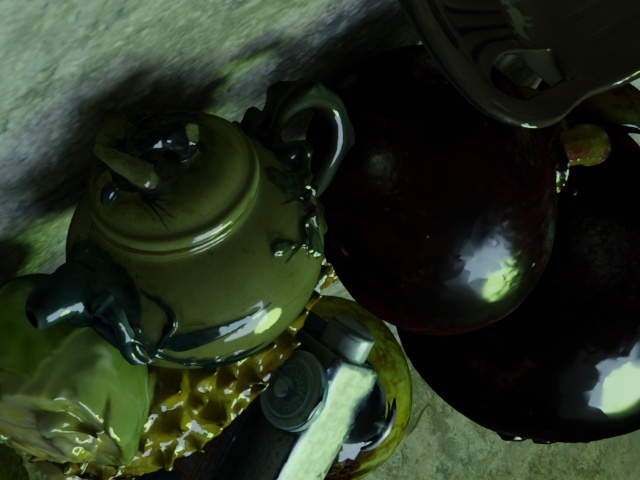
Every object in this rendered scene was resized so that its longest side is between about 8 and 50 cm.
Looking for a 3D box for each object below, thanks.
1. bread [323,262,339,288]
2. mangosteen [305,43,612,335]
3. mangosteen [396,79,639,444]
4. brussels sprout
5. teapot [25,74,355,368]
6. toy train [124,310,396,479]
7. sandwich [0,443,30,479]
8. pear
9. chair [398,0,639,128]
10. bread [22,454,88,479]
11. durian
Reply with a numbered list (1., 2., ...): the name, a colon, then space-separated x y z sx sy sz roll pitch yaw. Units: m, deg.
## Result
1. bread: 0.000 0.000 1.252 0.211 0.083 0.114 -31 164 -28
2. mangosteen: 0.119 -0.050 0.961 0.261 0.235 0.235 -17 165 -9
3. mangosteen: 0.266 0.007 1.308 0.382 0.435 0.382 3 -170 0
4. brussels sprout: -0.188 0.088 0.854 0.149 0.122 0.151 27 154 -30
5. teapot: -0.079 -0.023 0.784 0.269 0.173 0.182 -42 146 -20
6. toy train: -0.067 0.183 1.092 0.131 0.202 0.300 23 97 -46
7. sandwich: -0.317 0.227 0.936 0.212 0.292 0.109 -27 -167 18
8. pear: -0.016 0.210 1.598 0.283 0.283 0.283 -34 168 -8
9. chair: 0.183 -0.187 0.809 0.183 0.176 0.326 -30 177 21
10. bread: -0.262 0.210 1.227 0.178 0.135 0.240 -32 167 -35
11. durian: -0.125 0.070 0.992 0.341 0.191 0.112 -33 136 -10
